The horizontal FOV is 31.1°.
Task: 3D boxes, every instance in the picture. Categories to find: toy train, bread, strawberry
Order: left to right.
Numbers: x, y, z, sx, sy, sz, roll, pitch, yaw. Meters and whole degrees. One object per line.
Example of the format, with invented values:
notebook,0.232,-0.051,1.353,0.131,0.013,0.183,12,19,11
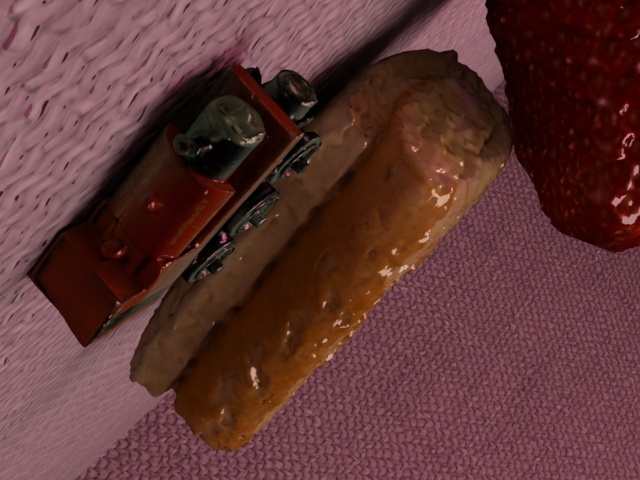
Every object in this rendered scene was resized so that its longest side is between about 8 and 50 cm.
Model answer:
toy train,-0.075,-0.024,0.640,0.176,0.074,0.118,-45,174,35
bread,0.000,0.000,1.042,0.375,0.165,0.236,-49,178,34
strawberry,0.271,-0.163,1.006,0.312,0.267,0.351,-174,-90,-77
